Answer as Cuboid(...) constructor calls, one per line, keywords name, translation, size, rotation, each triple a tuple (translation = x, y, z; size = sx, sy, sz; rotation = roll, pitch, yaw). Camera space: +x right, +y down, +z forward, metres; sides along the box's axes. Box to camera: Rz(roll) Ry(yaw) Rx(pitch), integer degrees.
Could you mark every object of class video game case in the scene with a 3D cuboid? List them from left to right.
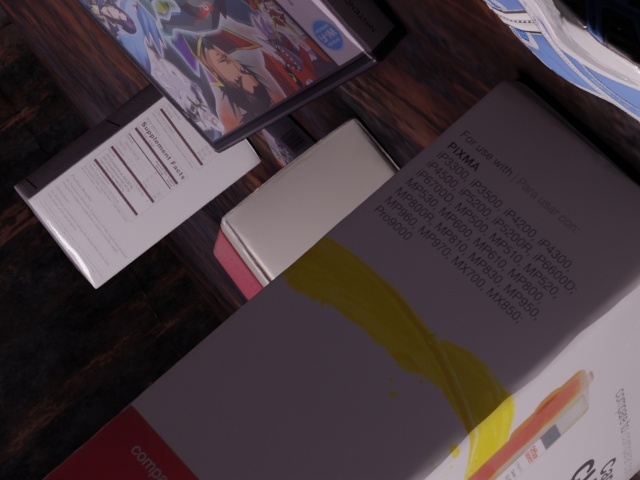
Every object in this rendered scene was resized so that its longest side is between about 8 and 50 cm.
Cuboid(name="video game case", translation=(-0.095, -0.190, 1.203), size=(0.248, 0.035, 0.275), rotation=(47, 153, -12))

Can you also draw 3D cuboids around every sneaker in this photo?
Cuboid(name="sneaker", translation=(0.091, -0.121, 0.728), size=(0.211, 0.080, 0.081), rotation=(49, 168, 23))

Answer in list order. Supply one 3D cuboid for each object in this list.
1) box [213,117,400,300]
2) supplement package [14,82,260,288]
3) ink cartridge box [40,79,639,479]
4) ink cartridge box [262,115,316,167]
Cuboid(name="box", translation=(0.000, 0.000, 1.492), size=(0.127, 0.148, 0.232), rotation=(52, 171, 2))
Cuboid(name="supplement package", translation=(-0.216, -0.078, 1.972), size=(0.134, 0.244, 0.139), rotation=(55, 172, -17))
Cuboid(name="ink cartridge box", translation=(0.045, 0.129, 1.018), size=(0.160, 0.384, 0.279), rotation=(43, 169, 28))
Cuboid(name="ink cartridge box", translation=(-0.020, -0.077, 1.676), size=(0.063, 0.029, 0.115), rotation=(46, 170, 31))
